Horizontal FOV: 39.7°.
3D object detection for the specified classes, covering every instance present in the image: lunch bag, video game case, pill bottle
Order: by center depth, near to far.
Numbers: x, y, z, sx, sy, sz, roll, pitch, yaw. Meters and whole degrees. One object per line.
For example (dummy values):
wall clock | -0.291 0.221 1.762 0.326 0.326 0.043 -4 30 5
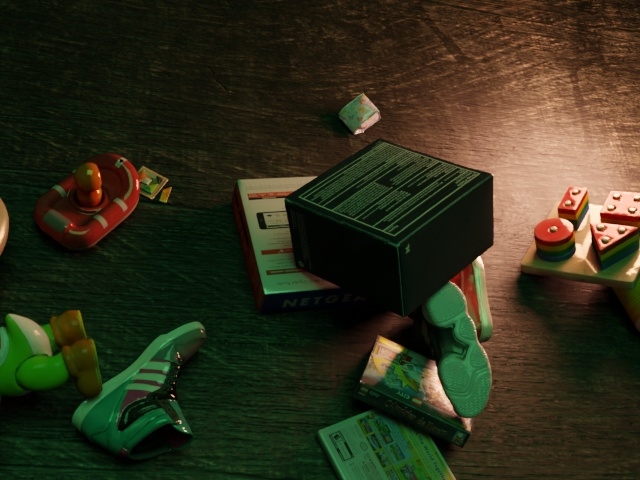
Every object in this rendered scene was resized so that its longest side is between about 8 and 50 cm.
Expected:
video game case | 0.131 0.425 1.672 0.206 0.026 0.227 -16 59 -26
pill bottle | 0.743 0.128 2.015 0.117 0.117 0.215 -9 57 -22
lunch bag | 0.095 -0.310 2.200 0.083 0.053 0.071 -38 69 -8

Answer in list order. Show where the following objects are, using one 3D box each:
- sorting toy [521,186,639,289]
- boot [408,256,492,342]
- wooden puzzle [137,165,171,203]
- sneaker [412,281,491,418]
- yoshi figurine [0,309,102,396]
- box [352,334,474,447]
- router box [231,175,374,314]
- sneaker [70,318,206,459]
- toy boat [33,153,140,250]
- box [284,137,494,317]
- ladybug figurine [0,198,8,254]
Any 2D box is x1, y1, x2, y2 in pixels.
sorting toy | 0.621 -0.021 2.031 0.257 0.089 0.255 9 43 33
boot | 0.264 0.104 1.918 0.176 0.088 0.244 3 57 -12
wooden puzzle | -0.379 -0.128 1.950 0.116 0.014 0.079 22 51 2
sneaker | 0.255 0.220 1.753 0.101 0.153 0.269 -11 77 -11
yoshi figurine | -0.565 0.256 1.514 0.362 0.203 0.203 -13 77 -21
box | 0.193 0.294 1.749 0.233 0.044 0.159 25 34 3
router box | 0.000 0.000 1.919 0.335 0.082 0.301 -3 55 -18
sneaker | -0.277 0.283 1.594 0.178 0.124 0.295 38 61 20
toy boat | -0.472 -0.101 1.814 0.151 0.151 0.231 34 52 10
box | 0.140 -0.034 1.752 0.294 0.183 0.296 23 45 40
ladybug figurine | -0.784 0.043 1.607 0.449 0.162 0.305 -29 65 -32
